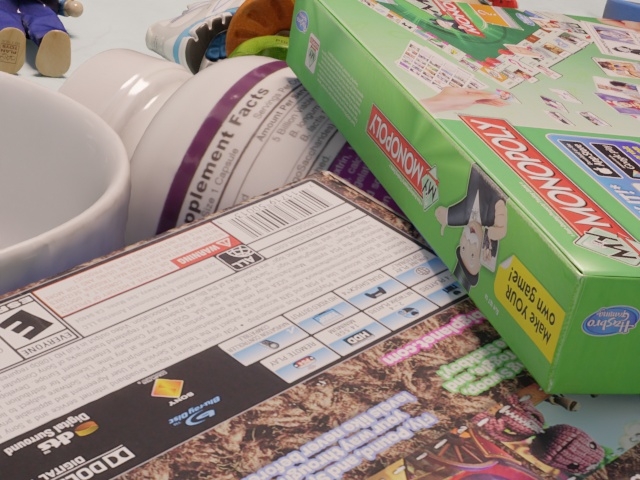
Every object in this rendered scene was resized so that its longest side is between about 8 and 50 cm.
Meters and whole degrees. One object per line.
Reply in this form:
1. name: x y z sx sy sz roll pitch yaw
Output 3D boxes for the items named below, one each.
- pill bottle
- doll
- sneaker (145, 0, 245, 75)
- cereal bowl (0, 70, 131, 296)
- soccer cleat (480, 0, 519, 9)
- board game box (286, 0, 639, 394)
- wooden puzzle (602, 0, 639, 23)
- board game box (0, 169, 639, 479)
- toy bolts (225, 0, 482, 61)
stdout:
1. pill bottle: 0.000 0.000 0.712 0.301 0.169 0.169 21 27 22
2. doll: -0.268 -0.197 1.163 0.129 0.046 0.189 1 27 -21
3. sneaker: -0.079 -0.195 1.210 0.083 0.071 0.191 21 26 34
4. cereal bowl: -0.255 0.019 0.588 0.339 0.141 0.339 5 21 -2
5. soccer cleat: 0.201 -0.282 1.544 0.036 0.029 0.083 -17 32 -38
6. board game box: 0.128 -0.035 0.574 0.213 0.046 0.317 2 25 -19
7. wooden puzzle: 0.338 -0.090 0.855 0.348 0.080 0.322 8 15 -26
8. board game box: 0.007 0.124 0.444 0.232 0.141 0.291 -23 40 -35
9. toy bolts: 0.049 -0.188 1.088 0.228 0.218 0.158 15 38 -8
